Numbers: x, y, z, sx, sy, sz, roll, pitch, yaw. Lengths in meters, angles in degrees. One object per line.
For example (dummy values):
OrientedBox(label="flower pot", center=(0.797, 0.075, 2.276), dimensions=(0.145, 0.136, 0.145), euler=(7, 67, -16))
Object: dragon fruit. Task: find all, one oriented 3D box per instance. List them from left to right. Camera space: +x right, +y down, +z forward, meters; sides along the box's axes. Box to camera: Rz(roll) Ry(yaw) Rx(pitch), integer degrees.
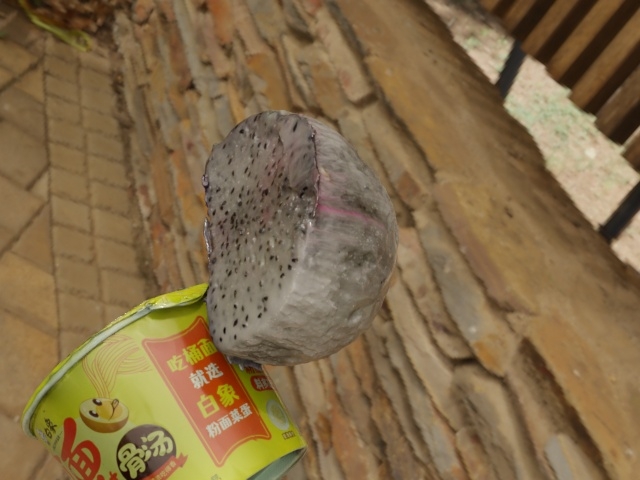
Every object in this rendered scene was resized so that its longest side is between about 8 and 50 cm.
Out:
OrientedBox(label="dragon fruit", center=(0.000, 0.000, 0.957), dimensions=(0.221, 0.204, 0.283), euler=(26, 51, -42))

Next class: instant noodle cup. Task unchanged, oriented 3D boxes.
OrientedBox(label="instant noodle cup", center=(-0.169, 0.228, 0.998), dimensions=(0.221, 0.311, 0.311), euler=(50, 29, 17))
